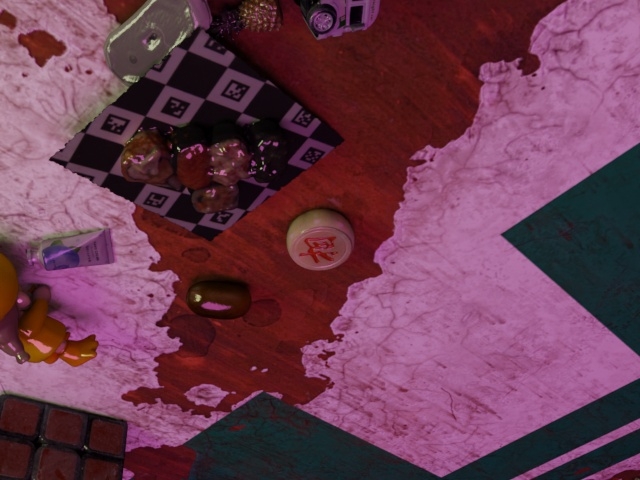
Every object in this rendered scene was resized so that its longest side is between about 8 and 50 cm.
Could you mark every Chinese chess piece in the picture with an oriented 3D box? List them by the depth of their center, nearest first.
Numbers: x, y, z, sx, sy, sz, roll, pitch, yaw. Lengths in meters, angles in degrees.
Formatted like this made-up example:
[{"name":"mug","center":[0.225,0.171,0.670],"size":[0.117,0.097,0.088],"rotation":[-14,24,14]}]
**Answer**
[{"name":"Chinese chess piece","center":[0.000,0.000,1.245],"size":[0.122,0.051,0.122],"rotation":[-4,135,-4]}]

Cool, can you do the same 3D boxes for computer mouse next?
[{"name":"computer mouse","center":[-0.213,-0.282,0.937],"size":[0.182,0.056,0.089],"rotation":[-36,110,28]}]

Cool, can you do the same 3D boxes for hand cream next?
[{"name":"hand cream","center":[-0.435,0.021,1.215],"size":[0.142,0.053,0.084],"rotation":[-7,134,-15]}]

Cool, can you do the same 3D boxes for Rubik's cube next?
[{"name":"Rubik's cube","center":[-0.630,0.566,1.535],"size":[0.304,0.305,0.301],"rotation":[24,126,-25]}]

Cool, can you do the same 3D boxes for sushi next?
[{"name":"sushi","center":[-0.167,-0.112,1.054],"size":[0.320,0.068,0.339],"rotation":[-33,142,22]}]

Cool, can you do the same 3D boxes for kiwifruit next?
[{"name":"kiwifruit","center":[-0.191,0.113,1.317],"size":[0.124,0.075,0.075],"rotation":[6,133,-19]}]

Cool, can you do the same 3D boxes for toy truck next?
[{"name":"toy truck","center":[0.031,-0.364,0.863],"size":[0.116,0.110,0.216],"rotation":[-10,135,-14]}]

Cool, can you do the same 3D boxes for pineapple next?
[{"name":"pineapple","center":[-0.113,-0.298,0.940],"size":[0.124,0.058,0.058],"rotation":[-13,134,7]}]

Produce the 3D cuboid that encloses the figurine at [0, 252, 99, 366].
[{"name":"figurine","center":[-0.560,0.129,1.220],"size":[0.215,0.187,0.344],"rotation":[-18,141,26]}]
